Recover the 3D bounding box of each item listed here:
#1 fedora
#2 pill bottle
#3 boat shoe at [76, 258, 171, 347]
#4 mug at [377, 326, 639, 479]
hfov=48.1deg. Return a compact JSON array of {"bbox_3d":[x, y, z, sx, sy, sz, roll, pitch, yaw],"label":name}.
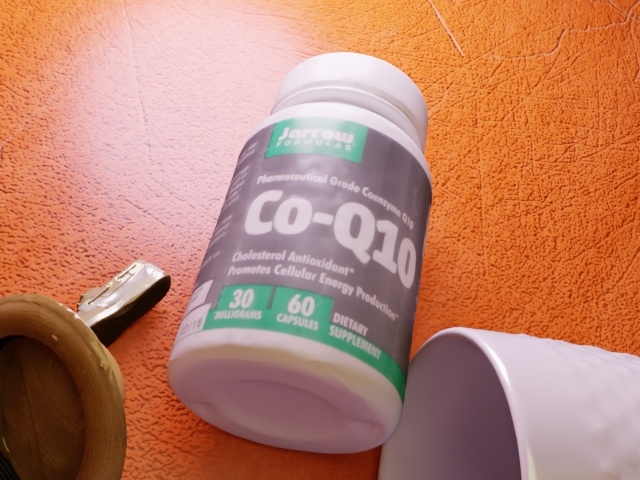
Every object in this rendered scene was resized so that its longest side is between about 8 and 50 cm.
[{"bbox_3d":[-0.218,0.137,0.592,0.194,0.194,0.079,46,18,13],"label":"fedora"},{"bbox_3d":[0.000,0.000,0.696,0.204,0.204,0.360,18,55,-7],"label":"pill bottle"},{"bbox_3d":[-0.206,0.066,0.685,0.045,0.050,0.135,36,52,21],"label":"boat shoe"},{"bbox_3d":[0.238,0.207,0.626,0.328,0.276,0.374,10,24,-12],"label":"mug"}]
